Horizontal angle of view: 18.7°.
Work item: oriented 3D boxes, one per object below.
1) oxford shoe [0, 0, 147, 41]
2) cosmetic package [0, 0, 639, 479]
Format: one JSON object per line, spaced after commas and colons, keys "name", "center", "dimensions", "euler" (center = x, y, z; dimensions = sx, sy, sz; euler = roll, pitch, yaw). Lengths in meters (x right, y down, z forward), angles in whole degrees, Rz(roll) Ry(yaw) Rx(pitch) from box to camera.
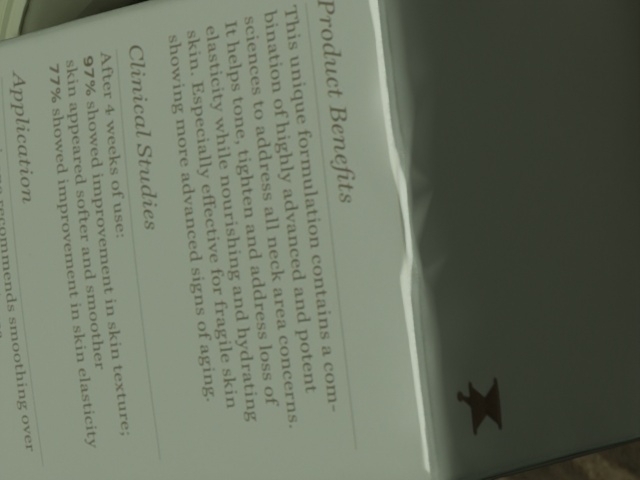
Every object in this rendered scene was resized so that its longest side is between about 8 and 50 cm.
{"name": "oxford shoe", "center": [-0.133, -0.272, 1.563], "dimensions": [0.130, 0.169, 0.449], "euler": [36, 114, 9]}
{"name": "cosmetic package", "center": [0.000, 0.000, 1.355], "dimensions": [0.394, 0.327, 0.329], "euler": [-7, 88, 39]}
